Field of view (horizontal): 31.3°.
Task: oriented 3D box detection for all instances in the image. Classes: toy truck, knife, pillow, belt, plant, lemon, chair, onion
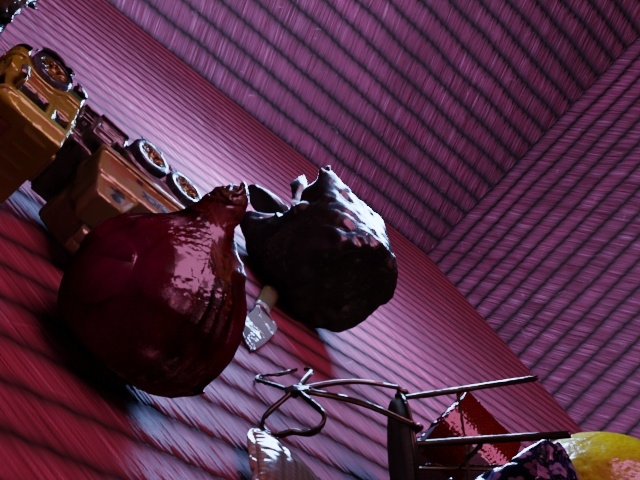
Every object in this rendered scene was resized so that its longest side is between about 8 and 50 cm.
[{"bbox_3d":[-0.239,-0.053,1.131,0.272,0.124,0.157,44,18,-21],"label":"toy truck"},{"bbox_3d":[-0.073,0.100,1.490,0.047,0.017,0.298,49,8,-3],"label":"knife"},{"bbox_3d":[0.011,0.258,1.047,0.211,0.034,0.135,42,7,-16],"label":"pillow"},{"bbox_3d":[0.183,0.275,1.447,0.124,0.128,0.201,44,7,10],"label":"belt"},{"bbox_3d":[0.000,0.000,1.743,0.199,0.188,0.276,39,10,-35],"label":"plant"},{"bbox_3d":[0.337,0.358,1.434,0.219,0.240,0.240,11,21,-20],"label":"lemon"},{"bbox_3d":[0.094,0.230,1.259,0.326,0.170,0.160,-2,22,-5],"label":"chair"},{"bbox_3d":[-0.137,0.025,0.966,0.173,0.198,0.135,27,2,42],"label":"onion"}]

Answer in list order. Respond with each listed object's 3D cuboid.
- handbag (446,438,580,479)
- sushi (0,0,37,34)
[{"bbox_3d":[0.130,0.273,0.924,0.127,0.208,0.228,54,19,-29],"label":"handbag"},{"bbox_3d":[-0.397,-0.296,1.122,0.225,0.218,0.238,28,14,17],"label":"sushi"}]
